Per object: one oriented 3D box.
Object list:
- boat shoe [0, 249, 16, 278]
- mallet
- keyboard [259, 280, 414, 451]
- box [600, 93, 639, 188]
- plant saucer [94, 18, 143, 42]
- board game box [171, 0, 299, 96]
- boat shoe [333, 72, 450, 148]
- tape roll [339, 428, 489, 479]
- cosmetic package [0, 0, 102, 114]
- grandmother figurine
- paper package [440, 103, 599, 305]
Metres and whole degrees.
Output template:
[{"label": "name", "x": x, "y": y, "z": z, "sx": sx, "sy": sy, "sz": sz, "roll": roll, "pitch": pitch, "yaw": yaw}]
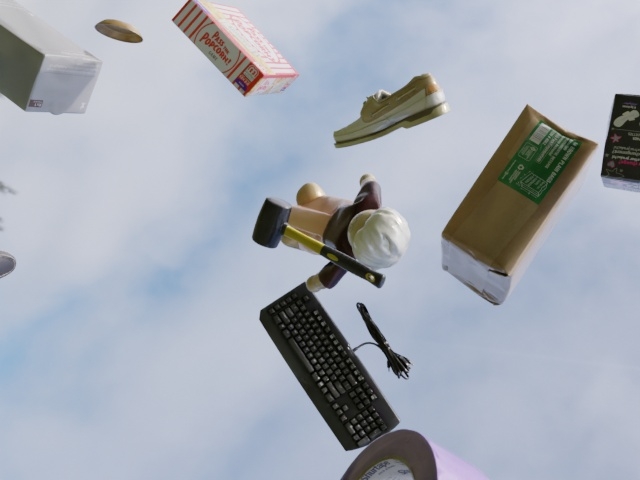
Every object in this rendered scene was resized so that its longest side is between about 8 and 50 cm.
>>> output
[{"label": "boat shoe", "x": -0.670, "y": 0.062, "z": 1.569, "sx": 0.064, "sy": 0.206, "sz": 0.075, "roll": 20, "pitch": -76, "yaw": 27}, {"label": "mallet", "x": 0.000, "y": 0.000, "z": 0.990, "sx": 0.189, "sy": 0.039, "sz": 0.062, "roll": 20, "pitch": -75, "yaw": 26}, {"label": "keyboard", "x": 0.047, "y": 0.213, "z": 1.500, "sx": 0.201, "sy": 0.317, "sz": 0.033, "roll": -32, "pitch": 170, "yaw": -18}, {"label": "box", "x": 0.566, "y": -0.152, "z": 1.368, "sx": 0.163, "sy": 0.247, "sz": 0.142, "roll": 10, "pitch": -88, "yaw": 20}, {"label": "plant saucer", "x": -0.342, "y": -0.359, "z": 1.375, "sx": 0.083, "sy": 0.083, "sz": 0.015, "roll": 4, "pitch": -100, "yaw": 52}, {"label": "board game box", "x": -0.117, "y": -0.278, "z": 1.175, "sx": 0.045, "sy": 0.147, "sz": 0.193, "roll": -43, "pitch": 180, "yaw": 17}, {"label": "boat shoe", "x": 0.150, "y": -0.296, "z": 1.859, "sx": 0.302, "sy": 0.113, "sz": 0.103, "roll": -17, "pitch": -80, "yaw": 32}, {"label": "tape roll", "x": 0.079, "y": 0.286, "z": 0.782, "sx": 0.189, "sy": 0.080, "sz": 0.189, "roll": -47, "pitch": -159, "yaw": 25}, {"label": "cosmetic package", "x": -0.474, "y": -0.295, "z": 1.266, "sx": 0.238, "sy": 0.127, "sz": 0.107, "roll": 32, "pitch": -69, "yaw": 20}, {"label": "grandmother figurine", "x": 0.032, "y": -0.014, "z": 1.256, "sx": 0.342, "sy": 0.104, "sz": 0.208, "roll": 11, "pitch": -97, "yaw": 67}, {"label": "paper package", "x": 0.397, "y": -0.061, "z": 1.655, "sx": 0.168, "sy": 0.309, "sz": 0.325, "roll": 34, "pitch": -97, "yaw": 15}]
